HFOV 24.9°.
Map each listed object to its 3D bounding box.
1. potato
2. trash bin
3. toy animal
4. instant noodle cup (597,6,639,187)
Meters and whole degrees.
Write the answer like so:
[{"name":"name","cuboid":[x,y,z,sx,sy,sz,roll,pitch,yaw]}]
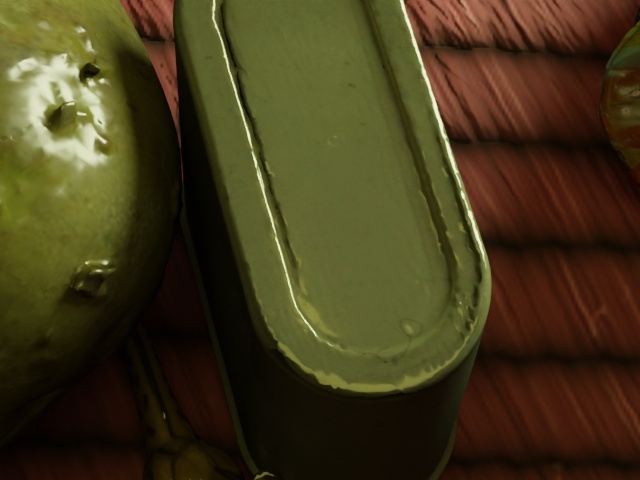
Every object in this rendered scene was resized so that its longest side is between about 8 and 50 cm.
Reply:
[{"name":"potato","cuboid":[-0.204,-0.044,0.721,0.270,0.219,0.359,-44,37,17]},{"name":"trash bin","cuboid":[0.000,0.000,0.707,0.121,0.247,0.243,-13,69,-7]},{"name":"toy animal","cuboid":[-0.068,0.113,0.739,0.054,0.149,0.275,-16,41,-16]},{"name":"instant noodle cup","cuboid":[0.293,-0.138,0.768,0.264,0.264,0.200,14,63,5]}]
